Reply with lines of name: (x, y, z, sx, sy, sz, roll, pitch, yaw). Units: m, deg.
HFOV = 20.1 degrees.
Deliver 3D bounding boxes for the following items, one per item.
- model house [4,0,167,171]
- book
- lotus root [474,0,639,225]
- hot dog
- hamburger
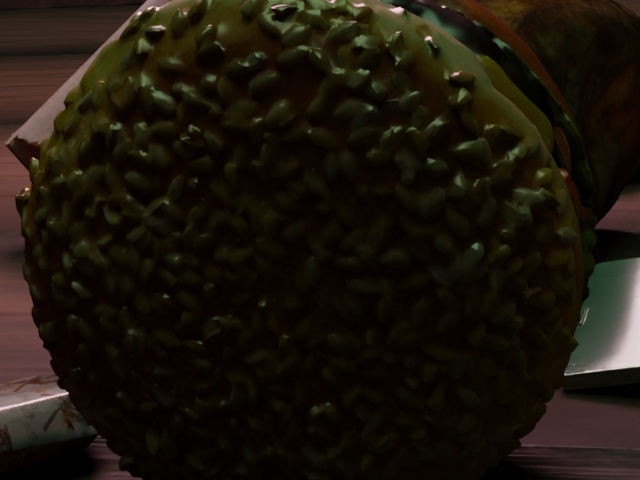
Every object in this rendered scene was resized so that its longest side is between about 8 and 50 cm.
model house: (-0.095, -0.112, 1.718, 0.326, 0.244, 0.169, -48, 32, -18)
book: (0.222, 0.054, 1.257, 0.103, 0.017, 0.135, -9, 31, 28)
lotus root: (0.132, -0.081, 1.477, 0.250, 0.250, 0.346, 3, 20, 24)
hot dog: (-0.224, 0.128, 1.143, 0.191, 0.059, 0.108, -15, 17, -37)
hamburger: (0.000, 0.000, 1.049, 0.330, 0.330, 0.250, 0, 9, 15)
